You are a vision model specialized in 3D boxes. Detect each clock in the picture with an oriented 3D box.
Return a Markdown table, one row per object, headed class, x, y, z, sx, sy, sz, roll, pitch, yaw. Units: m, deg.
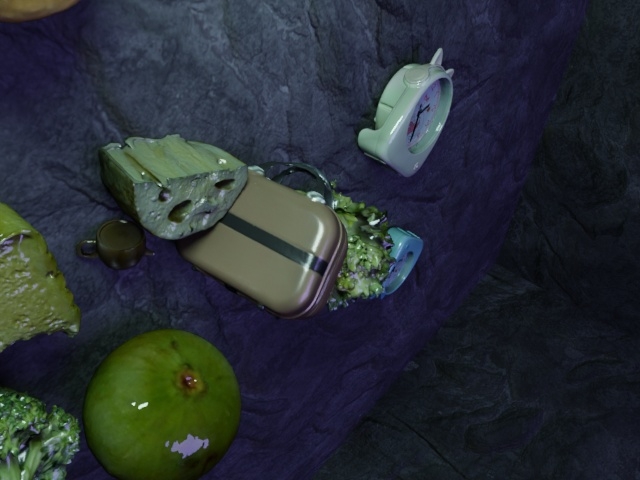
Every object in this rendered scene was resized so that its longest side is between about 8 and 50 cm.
| class | x | y | z | sx | sy | sz | roll | pitch | yaw |
| --- | --- | --- | --- | --- | --- | --- | --- | --- | --- |
| clock | 0.254 | 0.090 | 1.817 | 0.274 | 0.094 | 0.223 | -60 | 152 | 9 |
| clock | 0.248 | -0.342 | 1.344 | 0.324 | 0.109 | 0.265 | -61 | 151 | 5 |

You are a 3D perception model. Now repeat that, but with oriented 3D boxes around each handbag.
| class | x | y | z | sx | sy | sz | roll | pitch | yaw |
| --- | --- | --- | --- | --- | --- | --- | --- | --- | --- |
| handbag | -0.090 | -0.024 | 0.936 | 0.283 | 0.302 | 0.149 | -60 | 157 | -7 |

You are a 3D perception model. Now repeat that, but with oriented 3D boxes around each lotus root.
| class | x | y | z | sx | sy | sz | roll | pitch | yaw |
| --- | --- | --- | --- | --- | --- | --- | --- | --- | --- |
| lotus root | -0.239 | -0.088 | 0.815 | 0.235 | 0.119 | 0.138 | -14 | 130 | -54 |

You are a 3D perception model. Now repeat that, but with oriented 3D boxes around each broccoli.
| class | x | y | z | sx | sy | sz | roll | pitch | yaw |
| --- | --- | --- | --- | --- | --- | --- | --- | --- | --- |
| broccoli | -0.505 | 0.347 | 0.737 | 0.288 | 0.235 | 0.259 | 2 | 82 | -49 |
| broccoli | -0.010 | -0.003 | 1.161 | 0.281 | 0.348 | 0.293 | 67 | 16 | -48 |

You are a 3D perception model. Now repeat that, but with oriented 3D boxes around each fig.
| class | x | y | z | sx | sy | sz | roll | pitch | yaw |
| --- | --- | --- | --- | --- | --- | --- | --- | --- | --- |
| fig | -0.312 | 0.337 | 0.978 | 0.316 | 0.316 | 0.316 | -39 | 147 | -31 |

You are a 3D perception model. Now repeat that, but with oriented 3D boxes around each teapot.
| class | x | y | z | sx | sy | sz | roll | pitch | yaw |
| --- | --- | --- | --- | --- | --- | --- | --- | --- | --- |
| teapot | -0.334 | 0.015 | 0.822 | 0.121 | 0.076 | 0.068 | -4 | 136 | -25 |

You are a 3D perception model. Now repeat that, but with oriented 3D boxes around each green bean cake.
| class | x | y | z | sx | sy | sz | roll | pitch | yaw |
| --- | --- | --- | --- | --- | --- | --- | --- | --- | --- |
| green bean cake | -0.458 | 0.087 | 0.638 | 0.236 | 0.124 | 0.233 | -36 | 145 | -34 |

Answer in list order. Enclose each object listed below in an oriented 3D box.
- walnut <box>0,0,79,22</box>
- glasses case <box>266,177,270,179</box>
| class | x | y | z | sx | sy | sz | roll | pitch | yaw |
| --- | --- | --- | --- | --- | --- | --- | --- | --- | --- |
| walnut | -0.277 | -0.311 | 0.408 | 0.257 | 0.224 | 0.257 | -12 | 107 | -43 |
| glasses case | -0.114 | -0.100 | 1.094 | 0.021 | 0.032 | 0.083 | -34 | 145 | -32 |
